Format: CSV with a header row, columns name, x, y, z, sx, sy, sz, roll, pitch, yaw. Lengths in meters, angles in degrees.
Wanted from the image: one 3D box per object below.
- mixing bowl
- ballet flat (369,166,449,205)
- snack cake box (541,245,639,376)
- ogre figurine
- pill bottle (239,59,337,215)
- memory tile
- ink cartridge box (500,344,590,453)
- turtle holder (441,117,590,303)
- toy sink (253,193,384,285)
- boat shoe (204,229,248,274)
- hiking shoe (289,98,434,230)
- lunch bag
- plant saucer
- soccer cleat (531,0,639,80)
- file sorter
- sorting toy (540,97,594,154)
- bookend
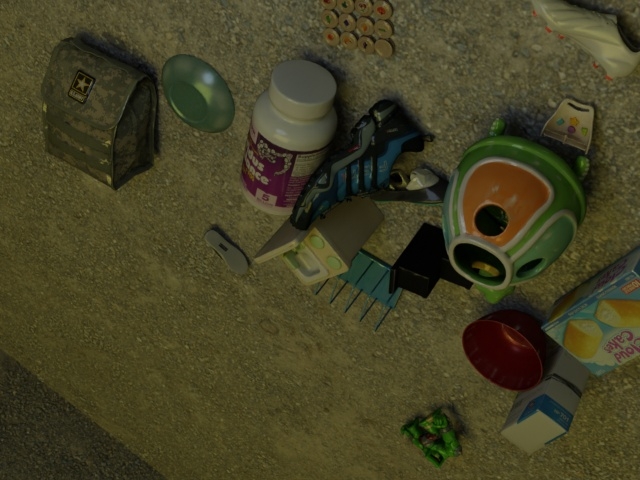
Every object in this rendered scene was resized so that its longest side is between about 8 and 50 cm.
name,x,y,z,sx,sy,sz,roll,pitch,yaw
mixing bowl,0.393,0.208,1.829,0.181,0.098,0.181,26,139,26
ballet flat,0.174,-0.108,1.735,0.203,0.074,0.074,4,129,39
snack cake box,0.555,0.133,1.642,0.152,0.089,0.264,41,142,0
ogre figurine,0.280,0.492,2.205,0.197,0.097,0.118,-37,89,39
pill bottle,-0.060,-0.201,1.751,0.169,0.169,0.301,31,140,11
memory tile,0.064,-0.389,1.597,0.148,0.012,0.113,18,136,25
ink cartridge box,0.462,0.321,1.815,0.082,0.191,0.139,38,142,1
turtle holder,0.311,-0.032,1.557,0.243,0.227,0.320,35,155,-4
toy sink,0.000,0.000,1.844,0.131,0.234,0.153,51,139,-13
boat shoe,-0.234,0.026,2.213,0.142,0.049,0.040,48,174,-12
hiking shoe,0.066,-0.117,1.675,0.132,0.113,0.304,41,104,-6
lunch bag,-0.505,-0.297,2.024,0.235,0.169,0.287,28,132,19
plant saucer,-0.276,-0.308,1.928,0.195,0.037,0.195,21,137,21
soccer cleat,0.406,-0.326,1.349,0.196,0.068,0.076,39,126,-1
file sorter,0.086,0.103,1.978,0.170,0.104,0.118,31,140,12
sorting toy,0.420,-0.196,1.477,0.083,0.045,0.075,25,131,19
bookend,0.241,0.060,1.771,0.157,0.156,0.072,21,137,21
